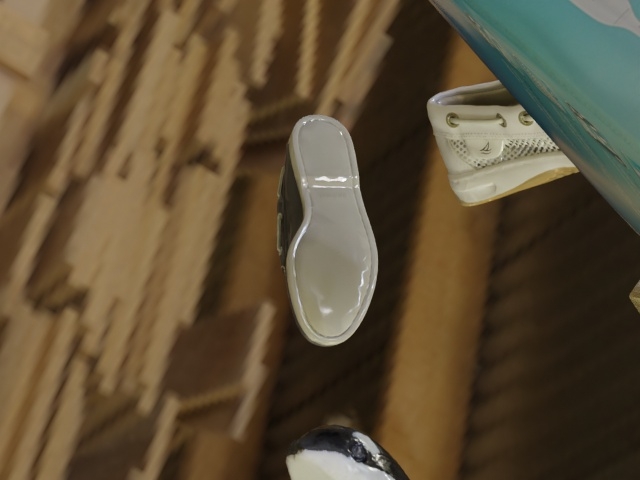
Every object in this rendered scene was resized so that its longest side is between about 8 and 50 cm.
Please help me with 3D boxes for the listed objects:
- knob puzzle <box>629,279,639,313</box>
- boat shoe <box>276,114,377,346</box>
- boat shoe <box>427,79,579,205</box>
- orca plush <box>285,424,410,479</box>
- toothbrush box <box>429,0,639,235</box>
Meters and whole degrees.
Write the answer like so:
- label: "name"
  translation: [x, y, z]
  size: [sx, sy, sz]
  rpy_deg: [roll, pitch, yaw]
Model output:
- label: "knob puzzle"
  translation: [0.223, 0.080, 0.704]
  size: [0.030, 0.213, 0.213]
  rpy_deg: [-54, -158, -17]
- label: "boat shoe"
  translation: [0.000, 0.000, 1.598]
  size: [0.065, 0.075, 0.206]
  rpy_deg: [121, -30, -57]
- label: "boat shoe"
  translation: [0.181, -0.105, 1.344]
  size: [0.277, 0.096, 0.098]
  rpy_deg: [-21, -166, 39]
- label: "orca plush"
  translation: [0.100, 0.238, 1.551]
  size: [0.102, 0.287, 0.151]
  rpy_deg: [-48, 175, -37]
- label: "toothbrush box"
  translation: [0.167, -0.008, 0.488]
  size: [0.126, 0.216, 0.295]
  rpy_deg: [-44, -134, 4]
